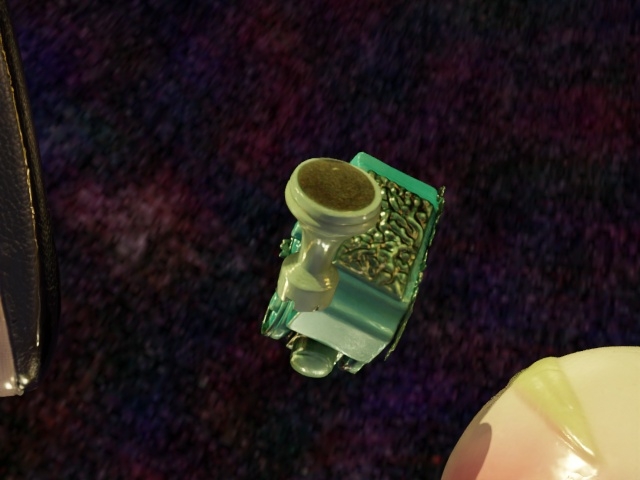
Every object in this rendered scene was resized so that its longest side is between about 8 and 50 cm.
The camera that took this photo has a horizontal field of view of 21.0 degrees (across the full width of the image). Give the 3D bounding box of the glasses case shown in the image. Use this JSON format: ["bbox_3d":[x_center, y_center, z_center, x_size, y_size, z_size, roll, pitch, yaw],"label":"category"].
[{"bbox_3d":[-0.190,-0.070,0.898,0.075,0.122,0.314,-13,107,-16],"label":"glasses case"}]

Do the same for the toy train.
[{"bbox_3d":[0.031,0.026,1.619,0.112,0.203,0.163,24,146,-12],"label":"toy train"}]

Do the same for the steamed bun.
[{"bbox_3d":[0.199,0.232,1.262,0.309,0.309,0.309,5,118,10],"label":"steamed bun"}]

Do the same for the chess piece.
[{"bbox_3d":[0.000,0.000,1.206,0.067,0.067,0.103,19,129,2],"label":"chess piece"}]
